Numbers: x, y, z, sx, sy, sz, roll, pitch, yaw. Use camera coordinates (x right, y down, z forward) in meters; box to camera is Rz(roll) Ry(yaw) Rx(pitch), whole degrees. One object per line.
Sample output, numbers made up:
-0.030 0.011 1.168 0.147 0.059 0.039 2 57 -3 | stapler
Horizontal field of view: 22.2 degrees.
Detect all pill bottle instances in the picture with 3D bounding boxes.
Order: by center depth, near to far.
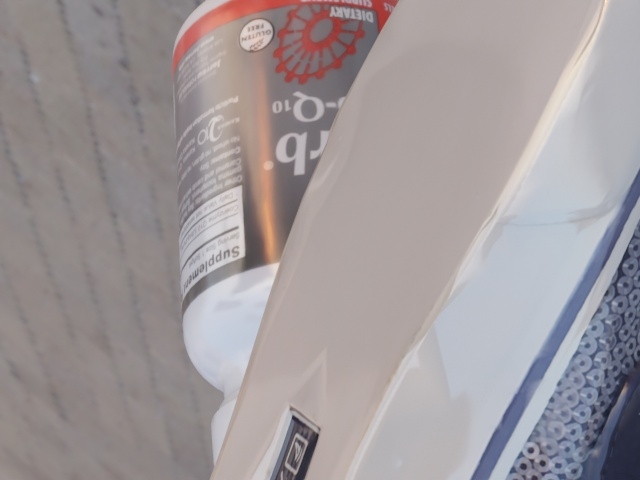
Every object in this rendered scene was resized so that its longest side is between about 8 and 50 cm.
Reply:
0.000 0.000 1.207 0.210 0.363 0.210 -4 154 -2 | pill bottle

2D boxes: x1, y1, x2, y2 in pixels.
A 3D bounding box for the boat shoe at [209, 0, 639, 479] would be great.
0.065 0.063 0.446 0.158 0.341 0.127 20 -171 -22 | boat shoe
